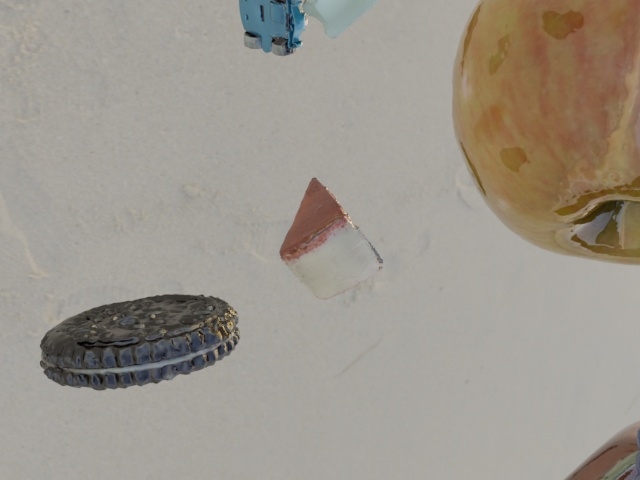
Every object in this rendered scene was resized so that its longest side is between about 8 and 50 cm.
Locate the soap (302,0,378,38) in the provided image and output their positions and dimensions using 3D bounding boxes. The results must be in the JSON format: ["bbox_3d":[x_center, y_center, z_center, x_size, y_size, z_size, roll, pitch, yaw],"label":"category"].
[{"bbox_3d":[0.042,-0.389,0.969,0.066,0.119,0.198,37,37,-25],"label":"soap"}]

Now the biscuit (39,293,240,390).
[{"bbox_3d":[-0.172,0.093,0.648,0.194,0.194,0.053,-18,107,-54],"label":"biscuit"}]

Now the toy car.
[{"bbox_3d":[-0.058,-0.367,1.063,0.098,0.161,0.126,-26,129,-31],"label":"toy car"}]

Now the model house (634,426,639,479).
[{"bbox_3d":[0.400,0.264,0.586,0.294,0.329,0.252,1,86,-35],"label":"model house"}]

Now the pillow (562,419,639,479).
[{"bbox_3d":[0.338,0.278,0.769,0.171,0.075,0.179,3,130,-48],"label":"pillow"}]

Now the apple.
[{"bbox_3d":[0.339,-0.158,0.742,0.391,0.391,0.347,36,57,-56],"label":"apple"}]

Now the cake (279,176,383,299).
[{"bbox_3d":[0.000,0.000,1.395,0.159,0.262,0.158,-37,116,2],"label":"cake"}]
